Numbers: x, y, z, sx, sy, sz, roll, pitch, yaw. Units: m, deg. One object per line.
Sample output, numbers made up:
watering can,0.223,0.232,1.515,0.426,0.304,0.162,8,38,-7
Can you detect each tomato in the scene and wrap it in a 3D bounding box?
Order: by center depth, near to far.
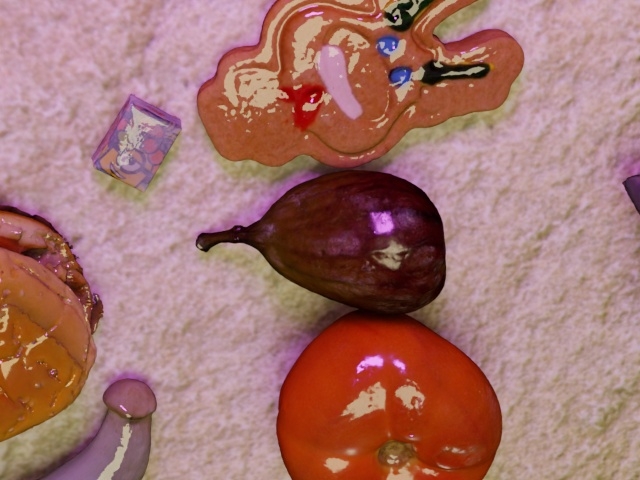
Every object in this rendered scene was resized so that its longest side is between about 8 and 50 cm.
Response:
tomato,0.067,0.192,1.533,0.260,0.180,0.259,-4,120,-7

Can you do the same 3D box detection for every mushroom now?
mushroom,-0.268,0.274,1.580,0.270,0.103,0.118,-46,119,3

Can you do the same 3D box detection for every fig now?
fig,0.000,-0.002,1.466,0.274,0.170,0.145,3,78,14

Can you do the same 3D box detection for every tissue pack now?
tissue pack,-0.189,-0.100,1.442,0.063,0.035,0.083,26,110,-19

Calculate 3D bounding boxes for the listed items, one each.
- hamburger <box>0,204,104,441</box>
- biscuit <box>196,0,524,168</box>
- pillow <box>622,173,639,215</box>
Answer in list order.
hamburger,-0.349,0.095,1.441,0.245,0.163,0.244,-3,113,-6
biscuit,0.037,-0.174,1.432,0.334,0.047,0.202,-21,116,3
pillow,0.504,-0.018,1.495,0.326,0.101,0.228,-24,102,-8
